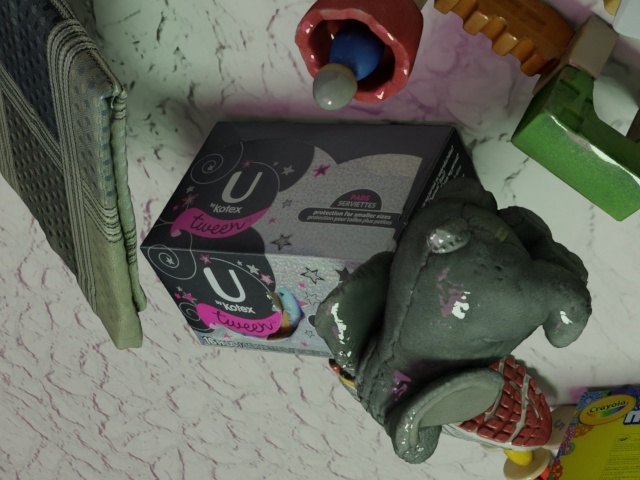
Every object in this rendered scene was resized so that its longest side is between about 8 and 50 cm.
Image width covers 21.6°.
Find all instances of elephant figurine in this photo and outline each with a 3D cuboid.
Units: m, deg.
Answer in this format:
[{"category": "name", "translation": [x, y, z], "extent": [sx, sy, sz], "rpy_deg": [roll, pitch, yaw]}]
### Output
[{"category": "elephant figurine", "translation": [0.081, 0.084, 1.259], "extent": [0.186, 0.169, 0.239], "rpy_deg": [32, 110, -19]}]

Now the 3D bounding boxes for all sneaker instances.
[{"category": "sneaker", "translation": [0.120, 0.146, 1.623], "extent": [0.225, 0.088, 0.093], "rpy_deg": [21, 155, 24]}]

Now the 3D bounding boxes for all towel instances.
[{"category": "towel", "translation": [-0.227, -0.107, 1.444], "extent": [0.312, 0.056, 0.324], "rpy_deg": [51, 154, 34]}]

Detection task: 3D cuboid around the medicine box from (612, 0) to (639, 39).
[{"category": "medicine box", "translation": [0.329, -0.194, 0.850], "extent": [0.263, 0.289, 0.149], "rpy_deg": [24, 147, 9]}]

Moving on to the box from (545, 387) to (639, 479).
[{"category": "box", "translation": [0.389, 0.279, 1.494], "extent": [0.290, 0.177, 0.279], "rpy_deg": [-9, 129, 42]}]

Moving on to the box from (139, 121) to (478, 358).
[{"category": "box", "translation": [0.000, 0.000, 1.442], "extent": [0.247, 0.163, 0.142], "rpy_deg": [3, 139, 33]}]

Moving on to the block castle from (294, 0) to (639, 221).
[{"category": "block castle", "translation": [0.235, -0.095, 1.111], "extent": [0.453, 0.213, 0.303], "rpy_deg": [36, 145, -8]}]

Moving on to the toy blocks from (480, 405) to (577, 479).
[{"category": "toy blocks", "translation": [0.241, 0.230, 1.649], "extent": [0.123, 0.054, 0.148], "rpy_deg": [-8, 130, 43]}]
